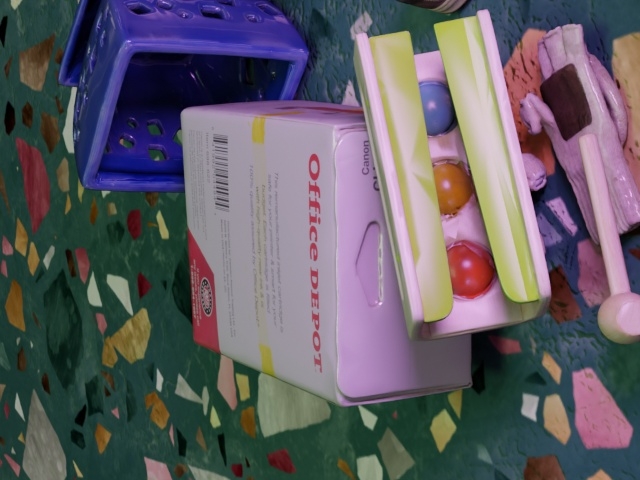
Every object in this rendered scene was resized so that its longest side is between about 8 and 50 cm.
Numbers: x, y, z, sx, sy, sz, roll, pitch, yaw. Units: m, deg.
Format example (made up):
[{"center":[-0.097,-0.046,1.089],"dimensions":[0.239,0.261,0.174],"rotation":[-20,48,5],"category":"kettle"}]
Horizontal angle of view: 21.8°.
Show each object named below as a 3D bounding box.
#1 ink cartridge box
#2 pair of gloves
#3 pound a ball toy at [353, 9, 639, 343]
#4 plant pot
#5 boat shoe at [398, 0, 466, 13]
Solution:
[{"center":[0.000,0.000,1.760],"dimensions":[0.385,0.160,0.279],"rotation":[16,109,63],"category":"ink cartridge box"},{"center":[0.201,-0.082,1.564],"dimensions":[0.240,0.042,0.204],"rotation":[-21,79,58],"category":"pair of gloves"},{"center":[0.160,-0.040,1.495],"dimensions":[0.136,0.208,0.319],"rotation":[83,176,-77],"category":"pound a ball toy"},{"center":[-0.179,-0.210,1.973],"dimensions":[0.212,0.236,0.236],"rotation":[65,144,37],"category":"plant pot"},{"center":[0.135,-0.301,1.588],"dimensions":[0.080,0.073,0.223],"rotation":[64,144,26],"category":"boat shoe"}]
